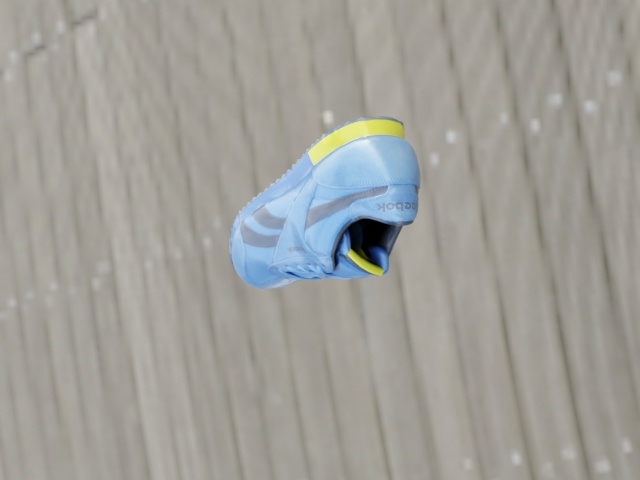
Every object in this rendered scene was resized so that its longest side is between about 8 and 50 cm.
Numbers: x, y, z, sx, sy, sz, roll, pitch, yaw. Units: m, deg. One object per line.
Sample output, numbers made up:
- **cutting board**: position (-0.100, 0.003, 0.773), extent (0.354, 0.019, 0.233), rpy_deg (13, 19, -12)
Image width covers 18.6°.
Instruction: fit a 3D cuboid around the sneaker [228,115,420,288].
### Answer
- **sneaker**: position (0.000, 0.000, 1.272), extent (0.209, 0.069, 0.082), rpy_deg (-42, 55, 53)
